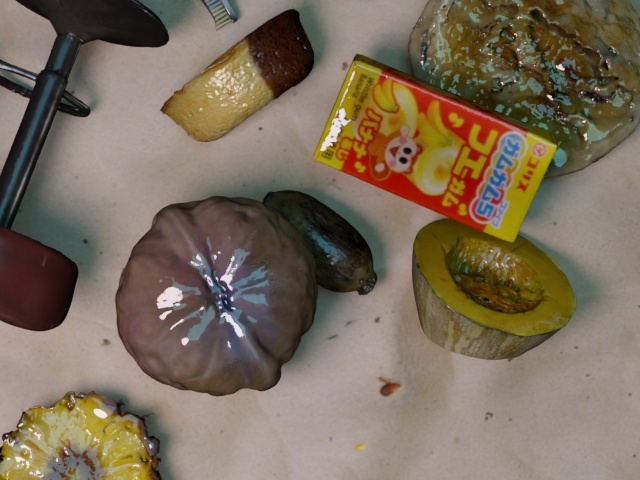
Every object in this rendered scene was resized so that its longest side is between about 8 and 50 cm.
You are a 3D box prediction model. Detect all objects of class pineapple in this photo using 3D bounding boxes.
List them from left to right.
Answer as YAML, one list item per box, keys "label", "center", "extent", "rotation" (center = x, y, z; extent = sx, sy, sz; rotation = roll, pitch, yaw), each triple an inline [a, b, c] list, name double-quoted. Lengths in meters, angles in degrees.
- label: "pineapple"
  center: [-0.289, 0.283, 1.655]
  extent: [0.224, 0.076, 0.225]
  rotation: [2, 81, -12]

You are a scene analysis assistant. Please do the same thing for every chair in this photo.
- label: "chair"
  center: [-0.347, -0.102, 1.630]
  extent: [0.226, 0.226, 0.401]
  rotation: [19, 78, -6]

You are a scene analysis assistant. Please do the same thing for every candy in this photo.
- label: "candy"
  center: [0.143, -0.116, 1.744]
  extent: [0.276, 0.088, 0.146]
  rotation: [24, 104, -1]

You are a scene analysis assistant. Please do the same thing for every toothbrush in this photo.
- label: "toothbrush"
  center: [-0.221, -0.433, 1.802]
  extent: [0.037, 0.028, 0.375]
  rotation: [-34, 88, -5]

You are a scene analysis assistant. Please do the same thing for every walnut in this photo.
- label: "walnut"
  center: [-0.122, 0.065, 1.640]
  extent: [0.248, 0.248, 0.248]
  rotation: [1, 81, -9]

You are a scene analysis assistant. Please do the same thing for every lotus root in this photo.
- label: "lotus root"
  center: [0.000, 0.000, 1.737]
  extent: [0.179, 0.089, 0.080]
  rotation: [42, 117, 1]

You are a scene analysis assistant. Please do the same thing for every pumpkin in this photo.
- label: "pumpkin"
  center: [0.200, 0.076, 1.739]
  extent: [0.217, 0.217, 0.110]
  rotation: [21, 119, -5]

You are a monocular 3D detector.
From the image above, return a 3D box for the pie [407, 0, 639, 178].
- label: "pie"
  center: [0.278, -0.235, 1.825]
  extent: [0.339, 0.077, 0.339]
  rotation: [1, 81, -9]

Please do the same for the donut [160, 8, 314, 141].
- label: "donut"
  center: [-0.091, -0.202, 1.741]
  extent: [0.217, 0.141, 0.085]
  rotation: [-37, 96, -8]
